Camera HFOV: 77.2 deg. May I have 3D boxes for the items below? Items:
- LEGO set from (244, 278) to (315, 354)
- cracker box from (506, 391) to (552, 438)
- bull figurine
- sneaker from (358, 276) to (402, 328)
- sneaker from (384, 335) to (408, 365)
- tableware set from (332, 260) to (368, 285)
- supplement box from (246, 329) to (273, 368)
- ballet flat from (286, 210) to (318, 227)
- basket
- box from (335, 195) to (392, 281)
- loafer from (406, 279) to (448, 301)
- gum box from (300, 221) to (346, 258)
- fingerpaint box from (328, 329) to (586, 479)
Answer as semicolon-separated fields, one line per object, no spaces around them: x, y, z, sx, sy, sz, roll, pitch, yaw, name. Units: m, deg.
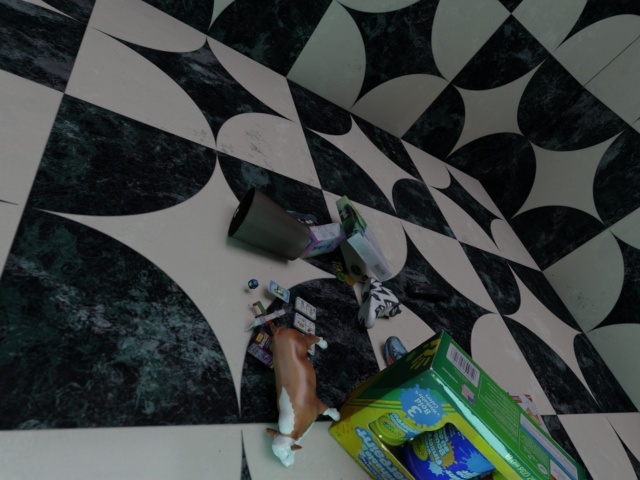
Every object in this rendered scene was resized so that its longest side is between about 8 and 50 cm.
-0.119;0.214;1.155;0.244;0.060;0.182;37;29;-24;LEGO set
0.767;0.690;1.484;0.156;0.067;0.232;19;40;-32;cracker box
-0.048;0.363;0.966;0.188;0.101;0.310;27;50;-51;bull figurine
0.221;0.240;1.406;0.153;0.094;0.235;27;26;-7;sneaker
0.313;0.410;1.283;0.104;0.125;0.262;-6;57;-49;sneaker
0.116;0.123;1.496;0.154;0.024;0.104;15;42;-35;tableware set
-0.140;0.282;1.042;0.083;0.043;0.055;37;36;-7;supplement box
-0.083;-0.065;1.465;0.203;0.074;0.074;3;50;-46;ballet flat
-0.157;-0.039;1.292;0.227;0.154;0.204;31;36;-23;basket
0.160;-0.016;1.536;0.232;0.058;0.322;50;13;-27;box
0.454;0.210;1.692;0.223;0.076;0.078;14;50;-30;loafer
0.000;0.000;1.439;0.188;0.107;0.062;-12;61;-51;gum box
0.304;0.500;0.955;0.445;0.371;0.163;46;34;4;fingerpaint box
